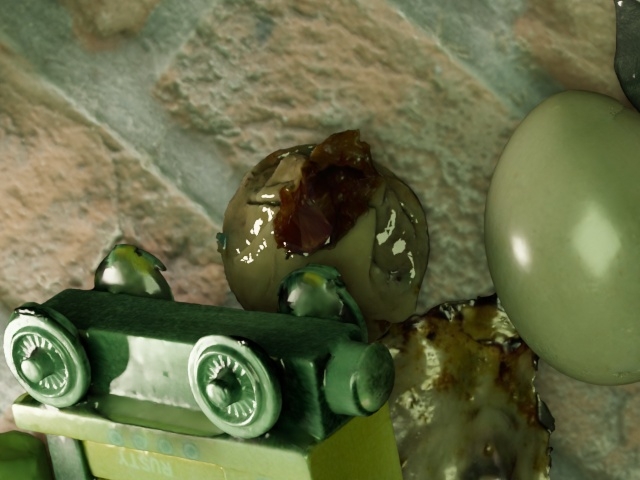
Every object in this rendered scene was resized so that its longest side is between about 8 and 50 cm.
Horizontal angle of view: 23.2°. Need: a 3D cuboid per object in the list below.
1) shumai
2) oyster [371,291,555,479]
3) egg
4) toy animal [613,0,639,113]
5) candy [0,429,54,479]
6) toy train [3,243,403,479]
[{"bbox_3d":[0.000,0.000,1.363,0.201,0.120,0.201,-1,86,11],"label":"shumai"},{"bbox_3d":[0.132,0.229,1.361,0.221,0.096,0.361,-26,67,23],"label":"oyster"},{"bbox_3d":[0.230,-0.001,1.293,0.187,0.186,0.253,-16,97,12],"label":"egg"},{"bbox_3d":[0.305,-0.202,1.308,0.137,0.082,0.269,-14,95,11],"label":"toy animal"},{"bbox_3d":[-0.295,0.350,1.461,0.132,0.142,0.343,-11,96,3],"label":"candy"},{"bbox_3d":[-0.105,0.151,1.335,0.397,0.160,0.253,5,116,35],"label":"toy train"}]
